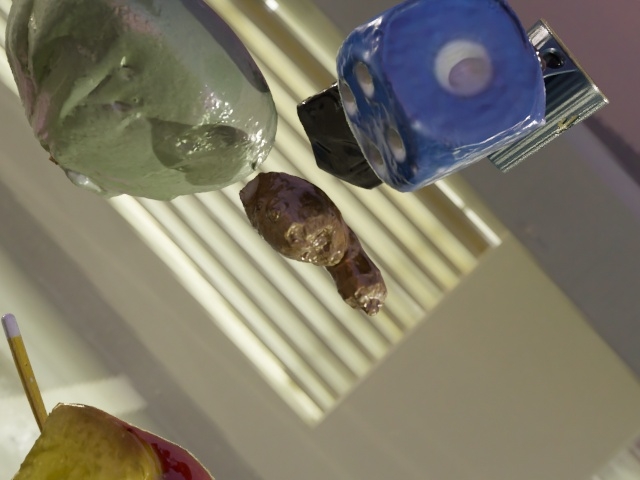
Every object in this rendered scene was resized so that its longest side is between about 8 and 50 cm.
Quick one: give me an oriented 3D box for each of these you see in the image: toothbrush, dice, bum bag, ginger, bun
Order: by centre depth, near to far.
[{"bbox_3d":[0.101,-0.133,1.218,0.146,0.143,0.146,65,-13,3],"label":"dice"},{"bbox_3d":[-0.002,0.000,1.247,0.165,0.067,0.096,45,9,4],"label":"ginger"},{"bbox_3d":[-0.195,-0.139,1.338,0.293,0.187,0.293,36,-19,15],"label":"bun"},{"bbox_3d":[0.095,-0.157,1.519,0.137,0.310,0.074,42,37,-18],"label":"bum bag"},{"bbox_3d":[-0.343,0.226,1.741,0.021,0.024,0.288,-14,79,-43],"label":"toothbrush"}]

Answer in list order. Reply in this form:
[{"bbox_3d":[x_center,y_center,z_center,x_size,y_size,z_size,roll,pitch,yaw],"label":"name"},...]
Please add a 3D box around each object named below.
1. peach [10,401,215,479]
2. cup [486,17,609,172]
[{"bbox_3d":[-0.211,0.380,1.357,0.306,0.380,0.242,21,-15,35],"label":"peach"},{"bbox_3d":[0.242,-0.171,1.684,0.131,0.155,0.176,54,15,14],"label":"cup"}]
